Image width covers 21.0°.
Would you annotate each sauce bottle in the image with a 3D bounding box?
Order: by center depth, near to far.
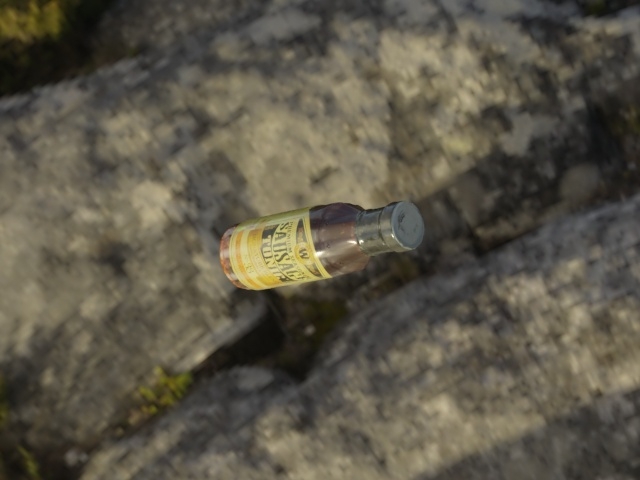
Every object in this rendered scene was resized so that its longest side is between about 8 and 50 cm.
[{"bbox_3d":[0.000,0.000,0.931,0.128,0.042,0.042,-14,46,45],"label":"sauce bottle"}]
